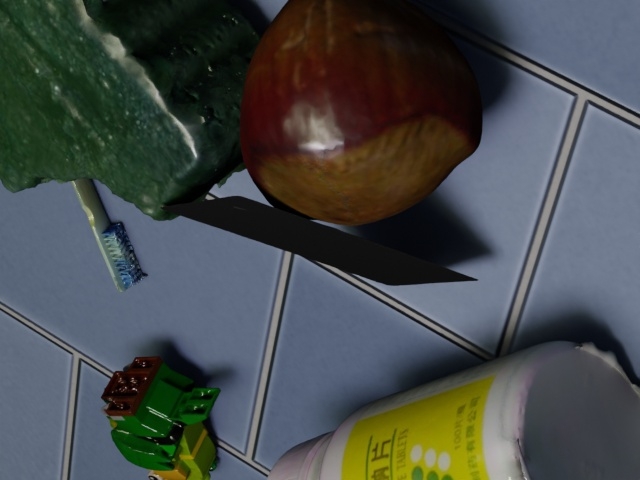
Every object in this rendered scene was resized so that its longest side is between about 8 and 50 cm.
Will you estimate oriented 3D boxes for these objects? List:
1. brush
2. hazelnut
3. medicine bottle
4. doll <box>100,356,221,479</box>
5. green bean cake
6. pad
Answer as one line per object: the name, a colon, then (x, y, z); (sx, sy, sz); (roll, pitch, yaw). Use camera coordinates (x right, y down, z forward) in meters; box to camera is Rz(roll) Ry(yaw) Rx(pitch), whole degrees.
brush: (-0.236, -0.025, 2.028); (0.030, 0.033, 0.178); (-6, 115, 35)
hazelnut: (0.024, -0.122, 1.633); (0.229, 0.229, 0.229); (21, 131, 27)
medicine bottle: (0.129, 0.238, 1.788); (0.379, 0.213, 0.213); (-26, 102, 46)
doll: (-0.170, 0.209, 2.091); (0.134, 0.106, 0.186); (15, 146, 14)
green bean cake: (-0.208, -0.152, 1.818); (0.300, 0.169, 0.308); (48, 138, 2)
pad: (0.000, 0.001, 1.725); (0.265, 0.009, 0.159); (19, 168, -29)
